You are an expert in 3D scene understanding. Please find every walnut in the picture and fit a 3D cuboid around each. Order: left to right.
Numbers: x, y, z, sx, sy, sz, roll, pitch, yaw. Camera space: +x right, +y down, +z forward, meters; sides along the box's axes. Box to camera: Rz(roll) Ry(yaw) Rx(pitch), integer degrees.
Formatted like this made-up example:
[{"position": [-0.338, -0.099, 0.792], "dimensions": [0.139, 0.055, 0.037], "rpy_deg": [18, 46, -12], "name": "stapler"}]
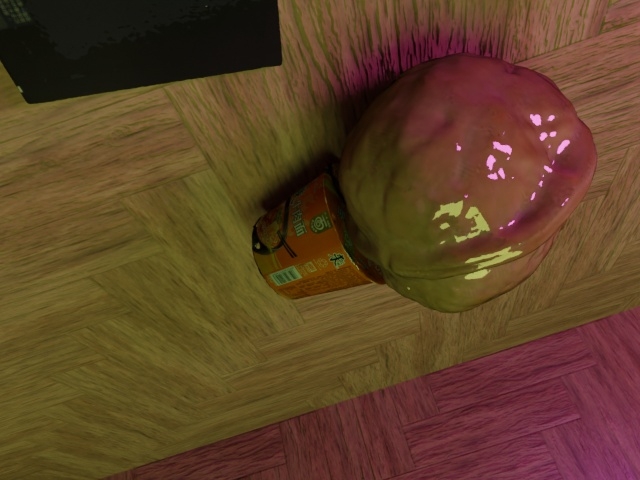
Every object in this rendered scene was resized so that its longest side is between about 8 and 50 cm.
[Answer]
[{"position": [0.202, -0.087, 0.680], "dimensions": [0.381, 0.381, 0.381], "rpy_deg": [-11, 144, -8], "name": "walnut"}]

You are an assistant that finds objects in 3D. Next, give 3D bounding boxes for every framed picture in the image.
[{"position": [-0.217, -0.288, 0.518], "dimensions": [0.339, 0.014, 0.255], "rpy_deg": [-12, 144, -7], "name": "framed picture"}]

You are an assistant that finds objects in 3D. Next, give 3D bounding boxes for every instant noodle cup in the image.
[{"position": [0.000, 0.000, 0.835], "dimensions": [0.182, 0.230, 0.230], "rpy_deg": [-25, 145, 26], "name": "instant noodle cup"}]
